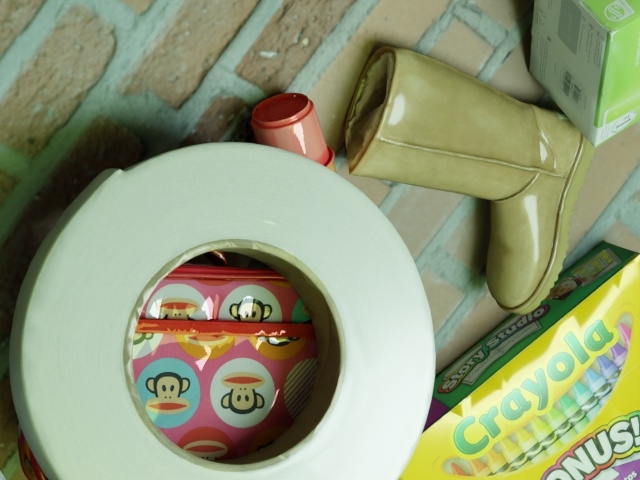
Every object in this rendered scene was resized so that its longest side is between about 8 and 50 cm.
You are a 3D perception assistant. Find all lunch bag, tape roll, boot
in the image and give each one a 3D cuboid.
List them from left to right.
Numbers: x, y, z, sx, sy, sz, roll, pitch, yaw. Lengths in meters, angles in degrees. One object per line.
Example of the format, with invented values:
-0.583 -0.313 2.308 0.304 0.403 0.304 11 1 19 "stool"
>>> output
-0.138 0.117 1.756 0.293 0.120 0.258 2 87 -19 "lunch bag"
-0.085 0.102 1.675 0.392 0.072 0.392 1 87 -19 "tape roll"
0.137 -0.057 1.893 0.269 0.089 0.236 12 97 -33 "boot"

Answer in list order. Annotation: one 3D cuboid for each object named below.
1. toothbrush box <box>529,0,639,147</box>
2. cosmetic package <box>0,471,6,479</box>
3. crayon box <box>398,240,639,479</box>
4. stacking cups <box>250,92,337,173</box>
0.358 -0.251 1.847 0.283 0.122 0.206 -32 154 -14 "toothbrush box"
-0.357 0.184 1.628 0.060 0.239 0.099 27 99 -35 "cosmetic package"
0.278 0.234 2.052 0.363 0.106 0.313 -39 110 -8 "crayon box"
0.000 0.000 1.847 0.096 0.096 0.316 -25 118 -17 "stacking cups"
